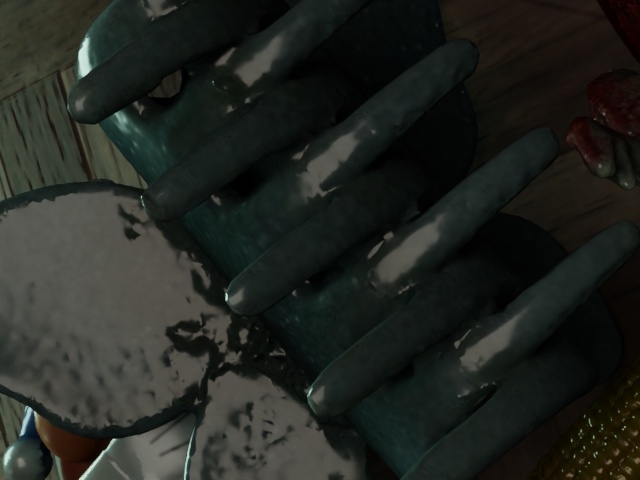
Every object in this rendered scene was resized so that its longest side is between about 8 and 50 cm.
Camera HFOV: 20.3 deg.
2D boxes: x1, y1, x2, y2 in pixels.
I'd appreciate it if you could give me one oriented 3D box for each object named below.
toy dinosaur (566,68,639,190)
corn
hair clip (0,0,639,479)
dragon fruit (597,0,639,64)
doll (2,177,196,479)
[{"bbox_3d":[0.167,-0.062,0.935,0.053,0.167,0.242,-58,26,21],"label":"toy dinosaur"},{"bbox_3d":[0.205,0.096,0.985,0.260,0.091,0.091,-49,58,23],"label":"corn"},{"bbox_3d":[0.000,0.000,0.940,0.392,0.238,0.318,-37,81,-17],"label":"hair clip"},{"bbox_3d":[0.256,-0.165,0.830,0.295,0.295,0.302,-34,34,24],"label":"dragon fruit"},{"bbox_3d":[-0.113,0.083,1.122,0.215,0.161,0.257,-46,67,10],"label":"doll"}]
